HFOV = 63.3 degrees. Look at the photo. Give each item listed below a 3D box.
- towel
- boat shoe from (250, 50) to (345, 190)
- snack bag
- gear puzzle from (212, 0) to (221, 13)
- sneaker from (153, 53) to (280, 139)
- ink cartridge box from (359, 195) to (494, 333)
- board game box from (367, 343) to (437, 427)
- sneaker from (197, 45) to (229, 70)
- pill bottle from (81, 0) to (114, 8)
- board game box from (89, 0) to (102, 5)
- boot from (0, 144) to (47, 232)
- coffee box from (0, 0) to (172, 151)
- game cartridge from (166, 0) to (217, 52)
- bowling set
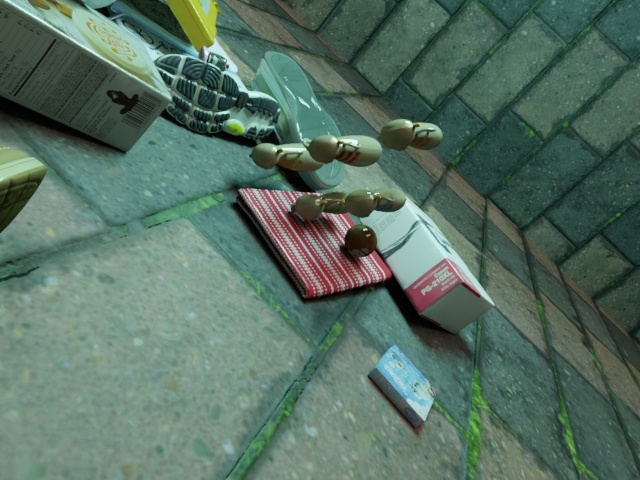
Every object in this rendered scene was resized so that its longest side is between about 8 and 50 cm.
[{"bbox_3d":[0.000,0.000,0.838,0.199,0.031,0.274,54,26,18],"label":"towel"},{"bbox_3d":[-0.051,-0.228,1.036,0.118,0.103,0.321,-10,67,-43],"label":"boat shoe"},{"bbox_3d":[-0.281,-0.393,1.047,0.323,0.037,0.343,13,38,-52],"label":"snack bag"},{"bbox_3d":[-0.407,-0.771,1.483,0.339,0.044,0.175,46,23,6],"label":"gear puzzle"},{"bbox_3d":[-0.188,-0.240,0.893,0.109,0.107,0.275,32,11,29],"label":"sneaker"},{"bbox_3d":[0.198,0.039,0.980,0.172,0.100,0.237,31,24,-49],"label":"ink cartridge box"},{"bbox_3d":[0.113,0.192,0.701,0.090,0.020,0.090,47,24,9],"label":"board game box"},{"bbox_3d":[-0.193,-0.314,0.930,0.057,0.047,0.119,8,12,-19],"label":"sneaker"},{"bbox_3d":[-0.420,-0.524,0.884,0.160,0.160,0.283,18,34,-46],"label":"pill bottle"},{"bbox_3d":[-0.392,-0.443,0.532,0.318,0.065,0.319,9,49,-61],"label":"board game box"},{"bbox_3d":[-0.324,-0.052,0.314,0.203,0.095,0.262,40,27,-6],"label":"boot"},{"bbox_3d":[-0.309,-0.220,0.585,0.246,0.098,0.141,24,27,-53],"label":"coffee box"},{"bbox_3d":[-0.290,-0.539,1.011,0.285,0.052,0.324,60,6,-33],"label":"game cartridge"},{"bbox_3d":[0.044,-0.069,0.779,0.154,0.286,0.200,-9,92,-52],"label":"bowling set"}]
